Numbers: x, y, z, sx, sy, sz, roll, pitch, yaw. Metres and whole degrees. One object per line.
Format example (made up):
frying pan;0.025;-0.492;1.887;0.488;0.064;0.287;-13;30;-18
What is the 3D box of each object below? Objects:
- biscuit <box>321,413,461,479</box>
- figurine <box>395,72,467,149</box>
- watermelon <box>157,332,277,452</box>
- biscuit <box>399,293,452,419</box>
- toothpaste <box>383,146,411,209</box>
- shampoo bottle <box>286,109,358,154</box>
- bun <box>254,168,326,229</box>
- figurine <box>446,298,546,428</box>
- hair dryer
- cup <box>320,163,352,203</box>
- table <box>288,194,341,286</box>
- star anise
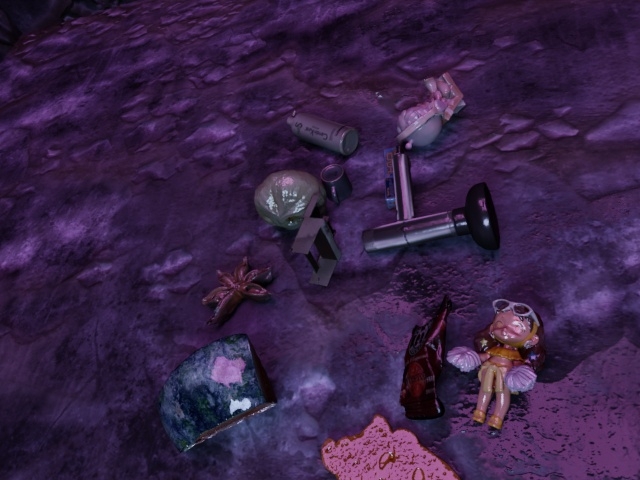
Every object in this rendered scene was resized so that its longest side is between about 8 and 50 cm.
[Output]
biscuit;0.132;0.428;0.958;0.280;0.043;0.183;8;60;20
figurine;0.292;-0.352;1.435;0.141;0.162;0.237;45;76;-4
watermelon;-0.205;0.350;1.075;0.318;0.226;0.148;-52;45;22
biscuit;0.210;0.234;1.015;0.063;0.151;0.235;23;60;-8
toothpaste;0.211;-0.174;1.393;0.070;0.044;0.193;-9;52;16
shampoo bottle;-0.007;-0.337;1.577;0.262;0.085;0.085;27;67;35
bun;-0.081;-0.097;1.356;0.196;0.195;0.118;-6;58;17
figurine;0.349;0.231;0.978;0.175;0.116;0.240;7;60;47
hair dryer;0.255;-0.114;1.227;0.320;0.156;0.284;-3;85;26
cup;0.042;-0.153;1.421;0.078;0.077;0.100;-9;52;15
table;0.000;0.000;1.272;0.063;0.146;0.175;8;58;27
star anise;-0.208;0.121;1.319;0.208;0.063;0.171;-27;45;4
